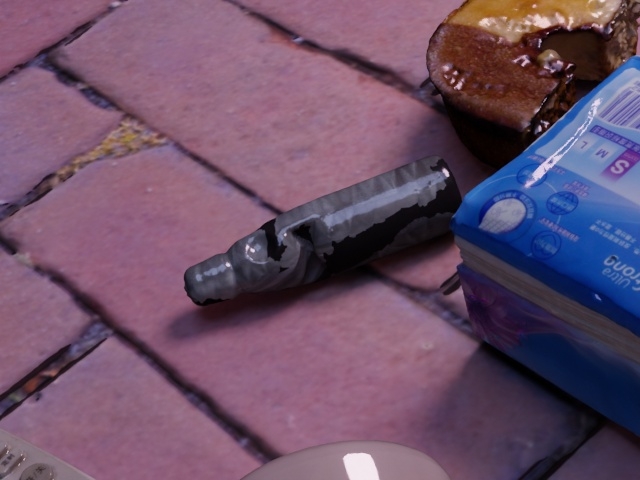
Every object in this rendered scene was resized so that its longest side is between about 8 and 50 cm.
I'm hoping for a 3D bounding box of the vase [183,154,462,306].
[{"bbox_3d":[0.000,0.000,1.046,0.211,0.060,0.060,-22,43,-6],"label":"vase"}]

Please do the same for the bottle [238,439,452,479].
[{"bbox_3d":[0.027,0.236,0.738,0.147,0.147,0.236,-16,50,-1],"label":"bottle"}]

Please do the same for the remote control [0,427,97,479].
[{"bbox_3d":[-0.229,0.168,0.942,0.230,0.049,0.090,19,53,30],"label":"remote control"}]

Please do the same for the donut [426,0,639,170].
[{"bbox_3d":[0.166,-0.134,1.120,0.141,0.085,0.217,20,52,32],"label":"donut"}]

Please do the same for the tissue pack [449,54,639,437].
[{"bbox_3d":[0.243,0.024,0.888,0.198,0.146,0.263,-40,49,-22],"label":"tissue pack"}]
